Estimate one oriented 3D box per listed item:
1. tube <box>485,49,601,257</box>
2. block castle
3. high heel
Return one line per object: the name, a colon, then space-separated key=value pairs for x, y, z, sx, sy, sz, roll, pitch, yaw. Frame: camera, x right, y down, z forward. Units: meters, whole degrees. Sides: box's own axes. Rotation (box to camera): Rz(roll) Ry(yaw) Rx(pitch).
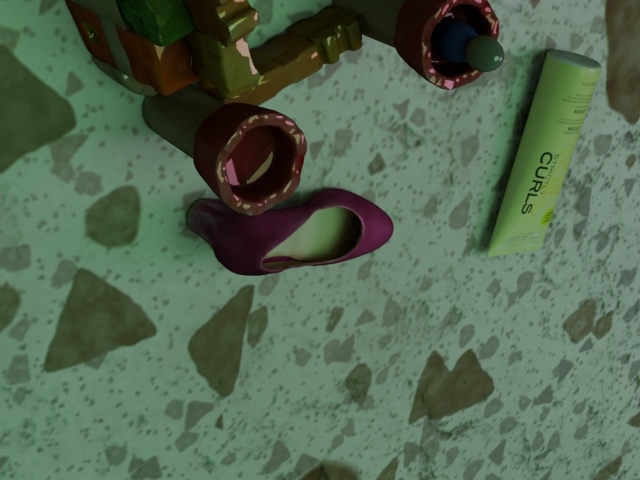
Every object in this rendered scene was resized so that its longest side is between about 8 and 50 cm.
tube: x=0.250 y=-0.090 z=1.303 sx=0.070 sy=0.062 sz=0.240 roll=14 pitch=114 yaw=-1
block castle: x=-0.037 y=-0.269 z=0.864 sx=0.303 sy=0.213 sz=0.453 roll=-34 pitch=130 yaw=-21
high heel: x=0.000 y=0.000 z=1.103 sx=0.244 sy=0.117 sz=0.082 roll=9 pitch=107 yaw=-41
